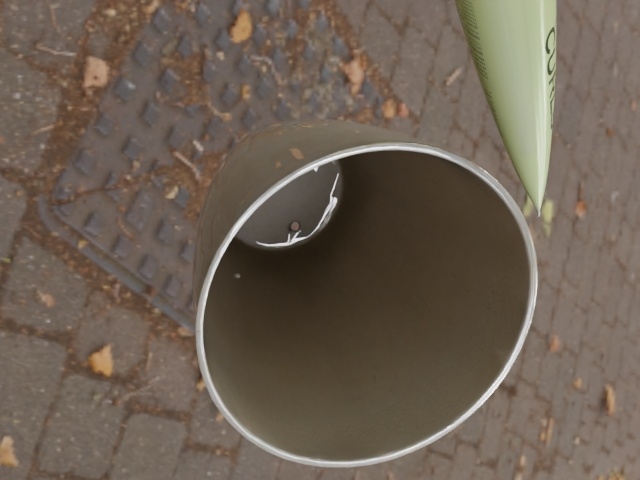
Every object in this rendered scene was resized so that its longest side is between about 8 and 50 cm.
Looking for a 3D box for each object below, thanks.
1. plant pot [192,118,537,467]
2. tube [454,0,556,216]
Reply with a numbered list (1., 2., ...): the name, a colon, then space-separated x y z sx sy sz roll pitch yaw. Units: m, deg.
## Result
1. plant pot: 0.000 0.000 0.788 0.256 0.274 0.257 -7 115 -15
2. tube: 0.111 -0.120 0.549 0.070 0.062 0.240 -48 145 -17
